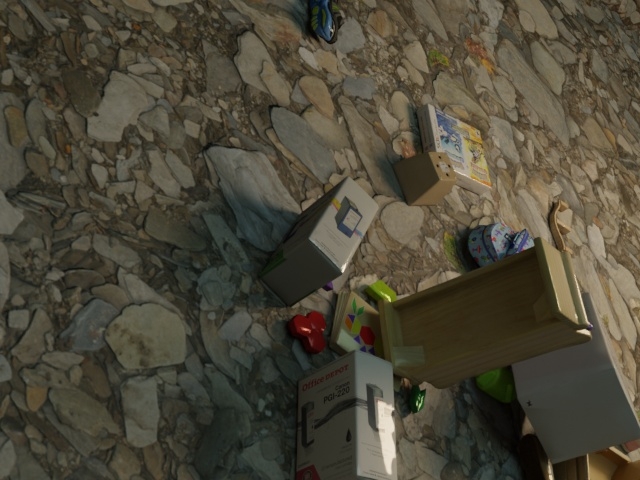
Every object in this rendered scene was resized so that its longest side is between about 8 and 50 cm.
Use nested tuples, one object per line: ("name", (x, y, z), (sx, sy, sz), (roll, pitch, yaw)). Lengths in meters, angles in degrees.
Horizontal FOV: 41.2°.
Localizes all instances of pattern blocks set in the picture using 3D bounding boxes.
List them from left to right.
("pattern blocks set", (0.092, 0.191, 1.629), (0.325, 0.026, 0.285), (45, 41, -13))

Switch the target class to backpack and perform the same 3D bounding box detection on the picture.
("backpack", (0.436, 0.029, 2.018), (0.173, 0.117, 0.158), (53, 40, -3))

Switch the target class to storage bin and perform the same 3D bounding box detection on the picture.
("storage bin", (0.611, 0.539, 1.846), (0.262, 0.123, 0.260), (34, 45, -24))

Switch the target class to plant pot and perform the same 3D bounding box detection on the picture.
("plant pot", (0.249, -0.150, 1.963), (0.109, 0.096, 0.109), (-4, 67, -46))

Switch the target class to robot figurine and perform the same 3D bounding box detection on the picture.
("robot figurine", (0.378, 0.302, 1.812), (0.115, 0.067, 0.101), (34, 13, -24))

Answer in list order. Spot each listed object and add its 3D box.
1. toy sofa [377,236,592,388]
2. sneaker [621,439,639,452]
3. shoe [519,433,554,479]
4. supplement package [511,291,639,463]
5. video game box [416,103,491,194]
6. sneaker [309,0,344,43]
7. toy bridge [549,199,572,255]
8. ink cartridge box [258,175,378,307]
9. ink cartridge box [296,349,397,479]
("toy sofa", (0.300, 0.143, 1.566), (0.177, 0.362, 0.150), (28, 46, -46))
("sneaker", (0.750, 0.451, 2.087), (0.051, 0.070, 0.134), (-29, 85, -49))
("shoe", (0.457, 0.503, 1.750), (0.058, 0.076, 0.219), (25, 46, -25))
("supplement package", (0.524, 0.285, 1.786), (0.198, 0.199, 0.263), (60, 19, -25))
("video game box", (0.336, -0.229, 2.144), (0.205, 0.048, 0.187), (19, 55, -36))
("sneaker", (0.017, -0.537, 2.026), (0.078, 0.067, 0.188), (49, 33, -43))
("toy bridge", (0.665, -0.038, 2.364), (0.063, 0.026, 0.188), (30, 46, -25))
("ink cartridge box", (0.000, 0.000, 1.563), (0.093, 0.154, 0.212), (46, 42, -10))
("ink cartridge box", (0.041, 0.310, 1.393), (0.092, 0.158, 0.218), (27, 47, -30))
